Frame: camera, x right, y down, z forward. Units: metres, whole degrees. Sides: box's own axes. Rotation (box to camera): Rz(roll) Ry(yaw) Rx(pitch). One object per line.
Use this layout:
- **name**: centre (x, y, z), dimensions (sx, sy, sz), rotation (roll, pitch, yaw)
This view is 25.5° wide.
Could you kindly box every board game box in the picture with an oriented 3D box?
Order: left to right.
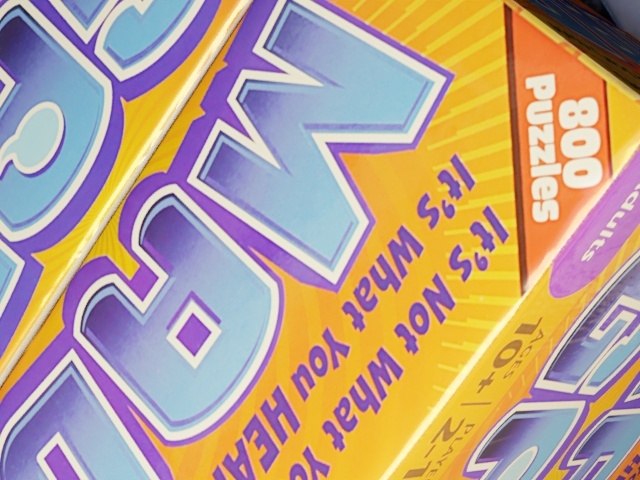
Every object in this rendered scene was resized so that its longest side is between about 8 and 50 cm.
- **board game box**: centre (0.000, 0.000, 0.766), dimensions (0.356, 0.356, 0.356), rotation (43, 108, 27)
